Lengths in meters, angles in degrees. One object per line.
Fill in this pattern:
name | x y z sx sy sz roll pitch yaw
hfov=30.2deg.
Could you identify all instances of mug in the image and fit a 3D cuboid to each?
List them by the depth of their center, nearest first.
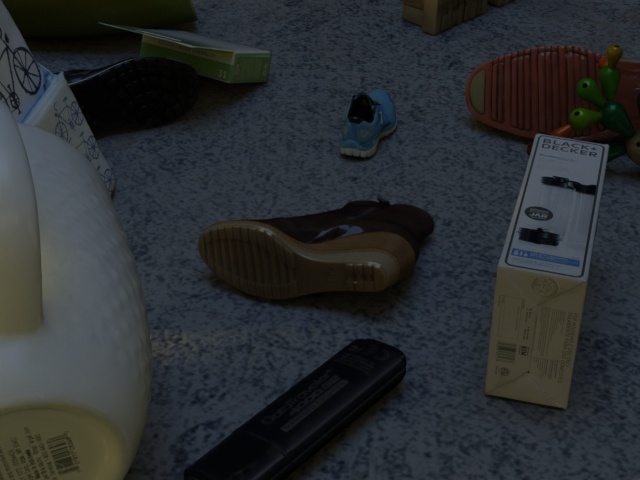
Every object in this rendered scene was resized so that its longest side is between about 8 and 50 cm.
mug | -0.283 0.053 1.041 0.276 0.374 0.328 -6 39 -20

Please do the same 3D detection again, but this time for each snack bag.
snack bag | -0.346 -0.121 1.360 0.037 0.342 0.323 -16 30 15

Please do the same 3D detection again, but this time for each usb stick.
usb stick | -0.019 0.176 1.153 0.077 0.045 0.278 17 35 36

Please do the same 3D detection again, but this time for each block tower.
block tower | 0.278 -0.466 2.126 0.097 0.091 0.335 26 40 35

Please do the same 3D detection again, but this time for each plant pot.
plant pot | -0.387 -0.447 1.963 0.293 0.275 0.275 -20 35 -1

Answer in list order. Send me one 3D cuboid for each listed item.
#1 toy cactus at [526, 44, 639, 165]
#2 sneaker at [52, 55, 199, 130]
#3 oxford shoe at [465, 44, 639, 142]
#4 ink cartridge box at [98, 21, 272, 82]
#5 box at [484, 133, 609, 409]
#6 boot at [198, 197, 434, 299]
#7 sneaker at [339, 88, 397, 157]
toy cactus | 0.403 -0.152 1.597 0.180 0.219 0.112 40 13 -13
sneaker | -0.321 -0.221 1.722 0.283 0.107 0.124 -14 29 -22
oxford shoe | 0.412 -0.202 1.717 0.397 0.140 0.146 4 1 14
ink cartridge box | -0.202 -0.281 1.784 0.171 0.056 0.235 17 15 23
box | 0.248 0.024 1.284 0.087 0.169 0.290 9 33 13
boot | 0.000 0.000 1.422 0.248 0.090 0.207 9 21 15
sneaker | 0.072 -0.181 1.688 0.063 0.073 0.162 9 33 13
